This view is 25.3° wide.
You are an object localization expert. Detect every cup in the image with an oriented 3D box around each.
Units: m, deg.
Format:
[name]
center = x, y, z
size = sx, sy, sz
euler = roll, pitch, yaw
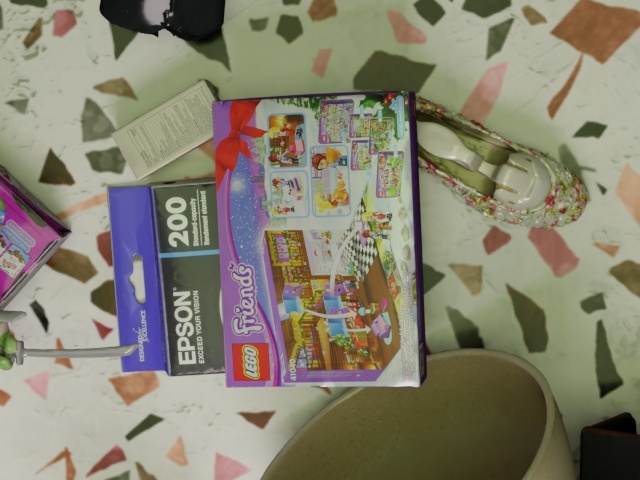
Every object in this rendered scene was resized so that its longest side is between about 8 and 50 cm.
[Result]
[cup]
center = 0.124, 0.301, 1.402
size = 0.331, 0.331, 0.237
euler = -30, 114, 5

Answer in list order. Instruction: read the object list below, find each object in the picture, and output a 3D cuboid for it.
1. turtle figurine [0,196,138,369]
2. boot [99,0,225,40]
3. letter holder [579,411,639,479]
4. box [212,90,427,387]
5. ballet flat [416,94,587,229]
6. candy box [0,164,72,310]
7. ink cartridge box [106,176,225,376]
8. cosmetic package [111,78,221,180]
[turtle figurine]
center = -0.377, 0.093, 1.373
size = 0.266, 0.198, 0.275
euler = -41, 89, 9
[boot]
center = -0.098, -0.307, 1.428
size = 0.246, 0.094, 0.207
euler = -6, 133, -15
[letter holder]
center = 0.376, 0.332, 1.464
size = 0.152, 0.214, 0.302
euler = 4, 96, 34
[box]
center = 0.000, 0.000, 1.428
size = 0.201, 0.057, 0.293
euler = -1, 95, 12
[ballet flat]
center = 0.164, -0.076, 1.463
size = 0.241, 0.077, 0.091
euler = 23, 93, 0
[candy box]
center = -0.400, 0.025, 1.501
size = 0.159, 0.071, 0.233
euler = 43, 95, -1
[ink cartridge box]
center = -0.120, 0.038, 1.502
size = 0.208, 0.045, 0.206
euler = -4, 95, 4
[cosmetic package]
center = -0.154, -0.116, 1.492
size = 0.115, 0.041, 0.060
euler = -28, 93, 5
